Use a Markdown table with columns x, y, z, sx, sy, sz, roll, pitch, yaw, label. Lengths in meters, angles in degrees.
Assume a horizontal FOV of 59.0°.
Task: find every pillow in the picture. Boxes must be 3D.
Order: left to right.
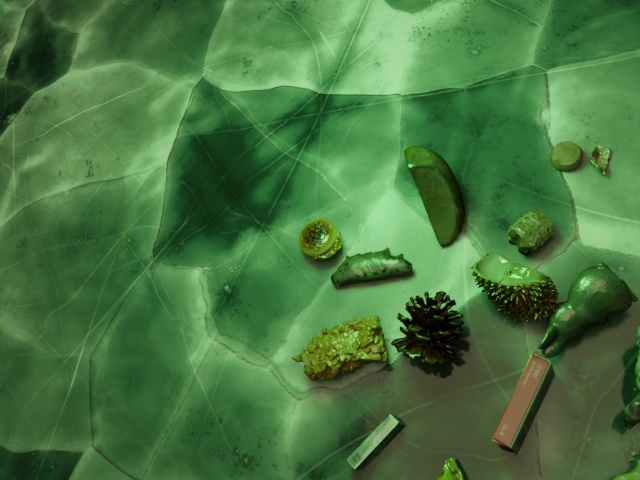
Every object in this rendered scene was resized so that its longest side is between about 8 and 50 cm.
| x | y | z | sx | sy | sz | roll | pitch | yaw | label |
| --- | --- | --- | --- | --- | --- | --- | --- | --- | --- |
| 0.141 | 0.070 | 1.614 | 0.241 | 0.051 | 0.093 | -12 | 64 | 19 | pillow |

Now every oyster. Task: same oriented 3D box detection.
| x | y | z | sx | sy | sz | roll | pitch | yaw | label |
| --- | --- | --- | --- | --- | --- | --- | --- | --- | --- |
| 0.744 | -0.214 | 1.515 | 0.051 | 0.034 | 0.093 | 22 | 65 | 12 | oyster |

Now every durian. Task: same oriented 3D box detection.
| x | y | z | sx | sy | sz | roll | pitch | yaw | label |
| --- | --- | --- | --- | --- | --- | --- | --- | --- | --- |
| 0.471 | 0.106 | 1.410 | 0.139 | 0.144 | 0.252 | -51 | 27 | -7 | durian |

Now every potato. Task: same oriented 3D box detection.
| x | y | z | sx | sy | sz | roll | pitch | yaw | label |
| --- | --- | --- | --- | --- | --- | --- | --- | --- | --- |
| 0.310 | -0.157 | 1.529 | 0.112 | 0.255 | 0.269 | -23 | 61 | 12 | potato |

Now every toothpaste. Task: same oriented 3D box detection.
| x | y | z | sx | sy | sz | roll | pitch | yaw | label |
| --- | --- | --- | --- | --- | --- | --- | --- | --- | --- |
| 0.136 | 0.507 | 1.424 | 0.164 | 0.046 | 0.034 | -46 | 57 | -3 | toothpaste |

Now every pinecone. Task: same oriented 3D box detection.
| x | y | z | sx | sy | sz | roll | pitch | yaw | label |
| --- | --- | --- | --- | --- | --- | --- | --- | --- | --- |
| 0.276 | 0.220 | 1.439 | 0.179 | 0.150 | 0.195 | 19 | 72 | 34 | pinecone |

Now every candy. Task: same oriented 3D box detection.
| x | y | z | sx | sy | sz | roll | pitch | yaw | label |
| --- | --- | --- | --- | --- | --- | --- | --- | --- | --- |
| 0.548 | -0.021 | 1.483 | 0.110 | 0.085 | 0.095 | -32 | 68 | -7 | candy |

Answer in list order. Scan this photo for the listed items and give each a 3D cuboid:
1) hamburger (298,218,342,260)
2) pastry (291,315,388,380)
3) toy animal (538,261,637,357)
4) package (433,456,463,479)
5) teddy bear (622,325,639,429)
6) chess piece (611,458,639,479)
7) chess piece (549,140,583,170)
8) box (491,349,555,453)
| x | y | z | sx | sy | sz | roll | pitch | yaw | label |
| --- | --- | --- | --- | --- | --- | --- | --- | --- | --- |
| 0.000 | 0.000 | 1.682 | 0.127 | 0.081 | 0.141 | -35 | 59 | 4 | hamburger |
| 0.053 | 0.287 | 1.522 | 0.250 | 0.102 | 0.154 | -18 | 61 | 14 | pastry |
| 0.603 | 0.171 | 1.344 | 0.251 | 0.125 | 0.127 | -38 | 71 | 3 | toy animal |
| 0.268 | 0.627 | 1.295 | 0.226 | 0.090 | 0.168 | -38 | 62 | 5 | package |
| 0.742 | 0.161 | 1.191 | 0.362 | 0.327 | 0.375 | -30 | 74 | 30 | teddy bear |
| 0.731 | 0.475 | 1.173 | 0.301 | 0.137 | 0.137 | -42 | 59 | -6 | chess piece |
| 0.672 | -0.230 | 1.546 | 0.084 | 0.038 | 0.083 | -7 | 67 | 17 | chess piece |
| 0.474 | 0.375 | 1.308 | 0.050 | 0.123 | 0.229 | 23 | 78 | 33 | box |
